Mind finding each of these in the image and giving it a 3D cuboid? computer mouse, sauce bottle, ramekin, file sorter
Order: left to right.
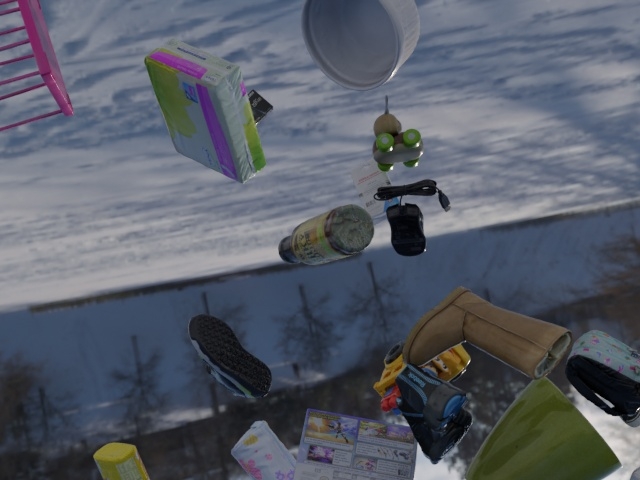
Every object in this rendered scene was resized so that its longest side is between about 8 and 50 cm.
[{"bbox_3d":[-0.623,-0.383,1.649,0.182,0.291,0.202,-18,168,-8],"label":"file sorter"},{"bbox_3d":[0.000,0.000,1.940,0.111,0.112,0.344,-10,174,-25],"label":"sauce bottle"},{"bbox_3d":[0.079,-0.381,1.516,0.207,0.207,0.109,-14,-159,48],"label":"ramekin"},{"bbox_3d":[0.258,-0.068,2.250,0.184,0.060,0.262,-9,133,17],"label":"computer mouse"}]

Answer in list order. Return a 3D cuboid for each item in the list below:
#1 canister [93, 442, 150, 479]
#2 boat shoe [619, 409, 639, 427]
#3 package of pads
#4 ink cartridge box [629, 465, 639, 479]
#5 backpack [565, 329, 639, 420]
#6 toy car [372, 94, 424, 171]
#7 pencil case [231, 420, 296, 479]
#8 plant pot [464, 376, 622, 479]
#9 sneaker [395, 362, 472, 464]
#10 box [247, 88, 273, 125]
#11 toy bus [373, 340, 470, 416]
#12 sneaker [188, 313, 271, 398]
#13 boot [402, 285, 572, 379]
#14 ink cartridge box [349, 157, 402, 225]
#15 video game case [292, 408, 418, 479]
[{"bbox_3d":[-0.450,0.562,1.994,0.126,0.170,0.073,-6,-160,41],"label":"canister"},{"bbox_3d":[0.694,0.337,1.982,0.078,0.070,0.219,-45,-156,27],"label":"boat shoe"},{"bbox_3d":[-0.256,-0.284,1.895,0.229,0.297,0.101,27,-122,30],"label":"package of pads"},{"bbox_3d":[0.783,0.558,1.815,0.154,0.093,0.212,-21,-135,-23],"label":"ink cartridge box"},{"bbox_3d":[0.618,0.280,1.829,0.115,0.182,0.152,-48,162,-39],"label":"backpack"},{"bbox_3d":[0.214,-0.322,2.490,0.148,0.189,0.155,-9,158,1],"label":"toy car"},{"bbox_3d":[-0.092,0.564,2.055,0.113,0.273,0.124,-36,169,-47],"label":"pencil case"},{"bbox_3d":[0.488,0.507,1.978,0.293,0.275,0.275,-40,177,0],"label":"plant pot"},{"bbox_3d":[0.238,0.365,1.822,0.125,0.139,0.341,-43,151,-20],"label":"sneaker"},{"bbox_3d":[-0.163,-0.306,2.018,0.083,0.067,0.018,-46,173,-12],"label":"box"},{"bbox_3d":[0.239,0.344,2.133,0.220,0.149,0.211,-39,-174,40],"label":"toy bus"},{"bbox_3d":[-0.187,0.229,1.588,0.097,0.235,0.084,-14,-141,32],"label":"sneaker"},{"bbox_3d":[0.332,0.213,1.739,0.269,0.089,0.236,26,-118,41],"label":"boot"},{"bbox_3d":[0.168,-0.150,2.571,0.104,0.180,0.060,-26,153,11],"label":"ink cartridge box"},{"bbox_3d":[0.078,0.520,1.936,0.269,0.244,0.061,9,138,5],"label":"video game case"}]
